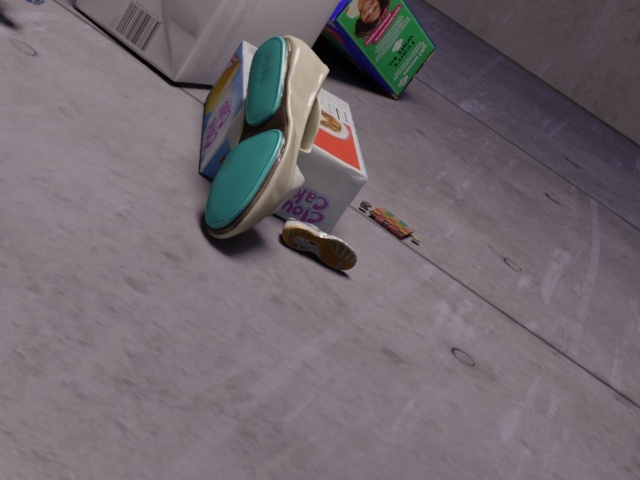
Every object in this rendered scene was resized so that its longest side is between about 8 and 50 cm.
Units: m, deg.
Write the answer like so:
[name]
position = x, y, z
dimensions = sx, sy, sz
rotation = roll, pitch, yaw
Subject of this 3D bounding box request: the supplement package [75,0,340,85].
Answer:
[supplement package]
position = -0.128, -0.307, 1.794
dimensions = 0.177, 0.175, 0.293
rotation = 38, 17, 19

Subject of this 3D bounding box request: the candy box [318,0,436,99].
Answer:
[candy box]
position = 0.016, -0.390, 2.251
dimensions = 0.268, 0.122, 0.317
rotation = 40, 2, 27

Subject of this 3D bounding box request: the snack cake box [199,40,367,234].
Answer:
[snack cake box]
position = -0.043, -0.115, 1.572
dimensions = 0.152, 0.089, 0.264
rotation = 31, 17, -14

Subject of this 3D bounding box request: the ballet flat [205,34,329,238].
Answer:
[ballet flat]
position = -0.042, -0.090, 1.377
dimensions = 0.086, 0.086, 0.248
rotation = 27, 56, -19

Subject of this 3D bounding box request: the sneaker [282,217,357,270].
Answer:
[sneaker]
position = 0.000, 0.000, 1.428
dimensions = 0.083, 0.032, 0.037
rotation = 28, 18, -18

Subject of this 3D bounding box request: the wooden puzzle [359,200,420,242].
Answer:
[wooden puzzle]
position = 0.082, -0.021, 1.678
dimensions = 0.083, 0.006, 0.049
rotation = 37, 17, 12

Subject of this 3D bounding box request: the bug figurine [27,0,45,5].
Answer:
[bug figurine]
position = -0.410, -0.308, 1.469
dimensions = 0.216, 0.072, 0.279
rotation = 37, 21, 32
